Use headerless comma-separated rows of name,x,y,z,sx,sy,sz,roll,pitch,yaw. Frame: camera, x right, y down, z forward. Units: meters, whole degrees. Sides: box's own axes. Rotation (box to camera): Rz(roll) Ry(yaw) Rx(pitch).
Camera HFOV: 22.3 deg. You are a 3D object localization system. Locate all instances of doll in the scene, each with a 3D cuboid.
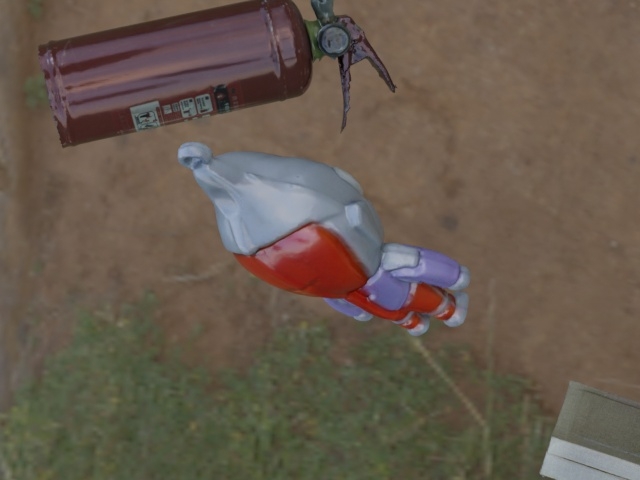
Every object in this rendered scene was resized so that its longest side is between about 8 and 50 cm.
doll,0.000,0.000,0.969,0.102,0.227,0.075,-21,48,42

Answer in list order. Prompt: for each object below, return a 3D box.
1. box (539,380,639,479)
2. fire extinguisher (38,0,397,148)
box,0.198,0.138,1.099,0.083,0.079,0.035,19,119,11
fire extinguisher,-0.095,-0.155,1.584,0.106,0.337,0.147,-114,14,-68
